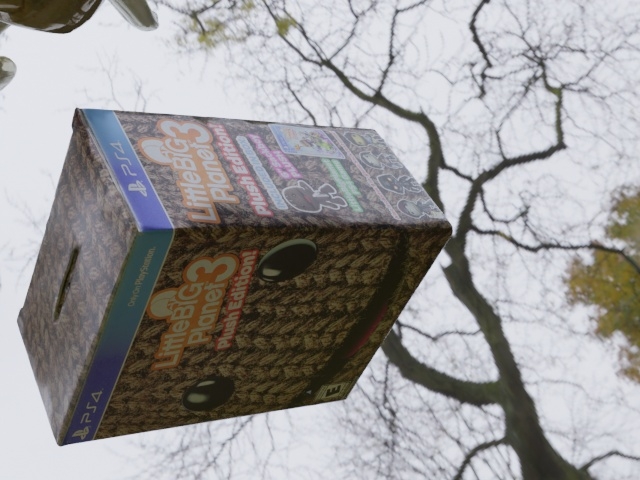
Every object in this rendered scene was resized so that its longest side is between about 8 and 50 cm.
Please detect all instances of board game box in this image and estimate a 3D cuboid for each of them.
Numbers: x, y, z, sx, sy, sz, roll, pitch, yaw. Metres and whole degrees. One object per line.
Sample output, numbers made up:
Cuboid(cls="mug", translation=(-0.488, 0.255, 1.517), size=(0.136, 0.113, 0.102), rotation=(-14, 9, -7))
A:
Cuboid(cls="board game box", translation=(-0.077, 0.029, 0.730), size=(0.291, 0.141, 0.232), rotation=(-2, -47, -36))

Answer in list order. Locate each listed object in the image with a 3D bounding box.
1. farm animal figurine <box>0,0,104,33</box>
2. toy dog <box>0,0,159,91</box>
Cuboid(cls="farm animal figurine", translation=(-0.225, -0.213, 0.337), size=(0.327, 0.172, 0.330), rotation=(-15, -84, 21))
Cuboid(cls="toy dog", translation=(-0.414, -0.253, 0.798), size=(0.408, 0.284, 0.395), rotation=(-32, -9, -1))
